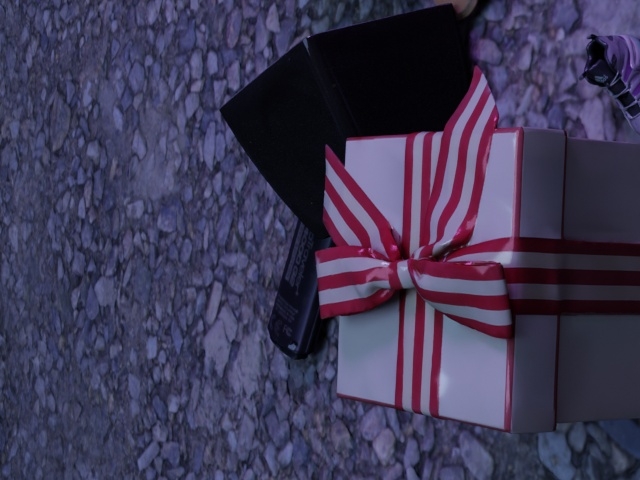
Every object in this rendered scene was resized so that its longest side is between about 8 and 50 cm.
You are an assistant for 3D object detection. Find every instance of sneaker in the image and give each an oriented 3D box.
[{"bbox_3d":[0.246,-0.130,1.171,0.038,0.069,0.098,-44,54,47],"label":"sneaker"}]

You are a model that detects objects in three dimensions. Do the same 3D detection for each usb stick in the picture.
[{"bbox_3d":[0.000,0.000,1.556,0.077,0.045,0.278,40,121,46],"label":"usb stick"}]

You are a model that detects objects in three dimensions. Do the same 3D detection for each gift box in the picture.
[{"bbox_3d":[0.149,0.009,1.143,0.255,0.258,0.276,-6,85,55],"label":"gift box"}]

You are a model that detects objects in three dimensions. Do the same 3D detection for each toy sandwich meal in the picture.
[{"bbox_3d":[0.139,-0.259,1.375,0.085,0.029,0.085,25,121,52],"label":"toy sandwich meal"}]

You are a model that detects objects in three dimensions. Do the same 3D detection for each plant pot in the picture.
[{"bbox_3d":[0.045,-0.108,1.378,0.188,0.187,0.167,-32,80,55],"label":"plant pot"}]
